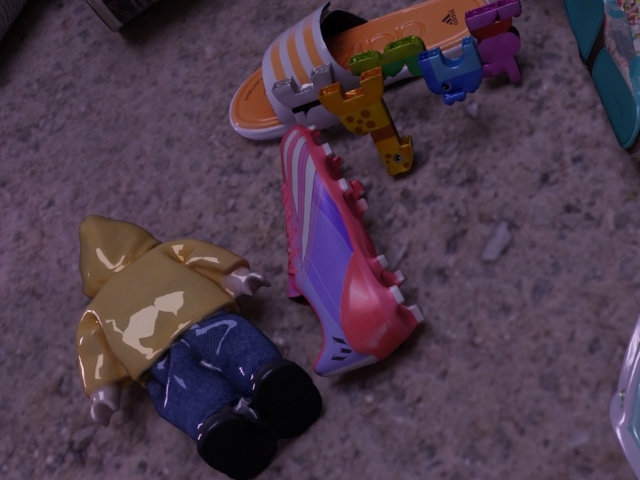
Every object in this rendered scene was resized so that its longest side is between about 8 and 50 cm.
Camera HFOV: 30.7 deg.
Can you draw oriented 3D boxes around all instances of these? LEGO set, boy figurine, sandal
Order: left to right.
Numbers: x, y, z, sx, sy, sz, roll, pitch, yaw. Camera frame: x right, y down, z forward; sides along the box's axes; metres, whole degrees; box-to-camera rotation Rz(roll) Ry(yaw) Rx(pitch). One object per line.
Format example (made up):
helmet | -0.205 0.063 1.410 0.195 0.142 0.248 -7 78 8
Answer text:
boy figurine | -0.129 0.075 0.957 0.177 0.092 0.285 -45 48 -8
sandal | 0.025 -0.184 1.074 0.265 0.076 0.102 -22 49 12
LEGO set | 0.075 -0.116 0.998 0.227 0.093 0.087 -17 27 17

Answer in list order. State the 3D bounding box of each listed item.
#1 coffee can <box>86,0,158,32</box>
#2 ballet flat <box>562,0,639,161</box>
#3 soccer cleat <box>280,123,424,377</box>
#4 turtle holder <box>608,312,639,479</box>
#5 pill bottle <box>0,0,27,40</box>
coffee can | -0.165 -0.382 1.238 0.275 0.201 0.201 -34 48 2
ballet flat | 0.254 -0.158 0.944 0.077 0.091 0.241 -2 55 -10
soccer cleat | 0.000 0.000 0.953 0.095 0.083 0.248 -33 50 9
turtle holder | 0.308 0.113 0.630 0.227 0.243 0.320 -36 86 20
pill bottle | -0.428 -0.282 1.332 0.160 0.160 0.283 10 62 33
